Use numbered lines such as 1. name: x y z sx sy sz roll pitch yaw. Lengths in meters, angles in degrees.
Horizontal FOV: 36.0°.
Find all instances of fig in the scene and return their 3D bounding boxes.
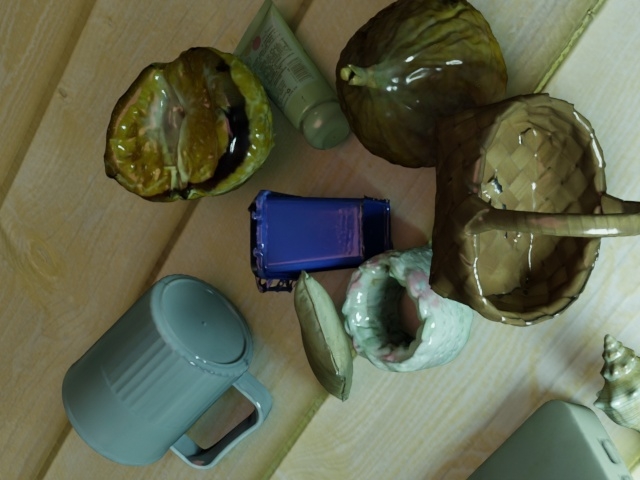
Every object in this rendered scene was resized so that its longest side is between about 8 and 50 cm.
1. fig: 0.124 -0.259 1.508 0.286 0.368 0.286 -1 89 27

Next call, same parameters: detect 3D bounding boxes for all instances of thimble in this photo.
1. thimble: 0.146 0.110 1.636 0.185 0.149 0.211 5 95 39

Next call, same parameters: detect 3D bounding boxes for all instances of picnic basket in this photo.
1. picnic basket: 0.327 -0.039 1.385 0.337 0.293 0.337 8 100 57

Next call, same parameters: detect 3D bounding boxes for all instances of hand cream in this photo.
1. hand cream: -0.056 -0.294 1.803 0.306 0.093 0.147 53 126 24

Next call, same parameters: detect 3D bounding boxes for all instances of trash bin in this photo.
1. trash bin: 0.000 0.000 1.738 0.234 0.162 0.184 -3 86 29

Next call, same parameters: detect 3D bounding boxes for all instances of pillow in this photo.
1. pillow: 0.006 0.172 1.687 0.074 0.302 0.185 -21 73 -4

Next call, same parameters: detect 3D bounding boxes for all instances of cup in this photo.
1. cup: -0.295 0.274 1.906 0.311 0.256 0.331 -45 65 28

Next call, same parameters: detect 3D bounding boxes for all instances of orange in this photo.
1. orange: -0.226 -0.215 1.856 0.368 0.210 0.271 -9 93 37

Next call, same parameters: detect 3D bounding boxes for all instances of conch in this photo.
1. conch: 0.483 0.226 1.424 0.234 0.114 0.137 36 130 -8

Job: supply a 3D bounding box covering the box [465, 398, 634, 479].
1. box: 0.336 0.475 1.469 0.367 0.090 0.373 -51 35 26
